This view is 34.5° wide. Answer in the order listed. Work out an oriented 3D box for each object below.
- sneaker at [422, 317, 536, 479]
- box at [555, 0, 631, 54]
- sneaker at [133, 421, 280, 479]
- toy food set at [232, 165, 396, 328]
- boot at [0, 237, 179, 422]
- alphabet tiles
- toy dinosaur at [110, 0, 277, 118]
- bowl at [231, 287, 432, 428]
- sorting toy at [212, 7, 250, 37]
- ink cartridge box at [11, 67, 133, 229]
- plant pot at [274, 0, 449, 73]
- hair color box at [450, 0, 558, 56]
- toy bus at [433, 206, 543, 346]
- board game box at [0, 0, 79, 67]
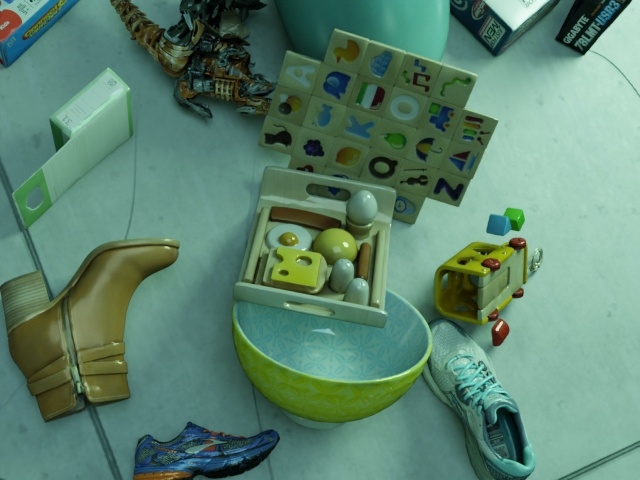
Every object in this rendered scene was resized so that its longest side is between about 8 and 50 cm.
[{"bbox_3d":[0.251,0.237,1.569,0.110,0.122,0.283,-25,78,-16],"label":"sneaker"},{"bbox_3d":[0.539,-0.505,1.762,0.073,0.293,0.295,30,71,1],"label":"box"},{"bbox_3d":[-0.168,0.302,1.502,0.221,0.083,0.087,-9,69,-15],"label":"sneaker"},{"bbox_3d":[0.000,0.000,1.546,0.220,0.092,0.306,10,36,0],"label":"toy food set"},{"bbox_3d":[-0.314,0.126,1.514,0.284,0.109,0.220,-19,76,-13],"label":"boot"},{"bbox_3d":[0.087,-0.170,1.612,0.343,0.285,0.011,17,35,-4],"label":"alphabet tiles"},{"bbox_3d":[-0.198,-0.326,1.661,0.322,0.164,0.218,28,95,-17],"label":"toy dinosaur"},{"bbox_3d":[0.006,0.181,1.509,0.290,0.156,0.289,8,28,-4],"label":"bowl"},{"bbox_3d":[-0.148,-0.366,1.751,0.083,0.012,0.062,-32,80,-16],"label":"sorting toy"},{"bbox_3d":[-0.383,-0.135,1.553,0.056,0.171,0.235,44,71,6],"label":"ink cartridge box"},{"bbox_3d":[0.074,-0.364,1.651,0.293,0.293,0.235,-18,105,-15],"label":"plant pot"},{"bbox_3d":[0.258,-0.511,1.816,0.174,0.105,0.347,-41,83,-18],"label":"hair color box"},{"bbox_3d":[0.258,0.051,1.636,0.104,0.202,0.191,13,70,31],"label":"toy bus"},{"bbox_3d":[-0.523,-0.493,1.688,0.302,0.086,0.308,38,71,3],"label":"board game box"}]
